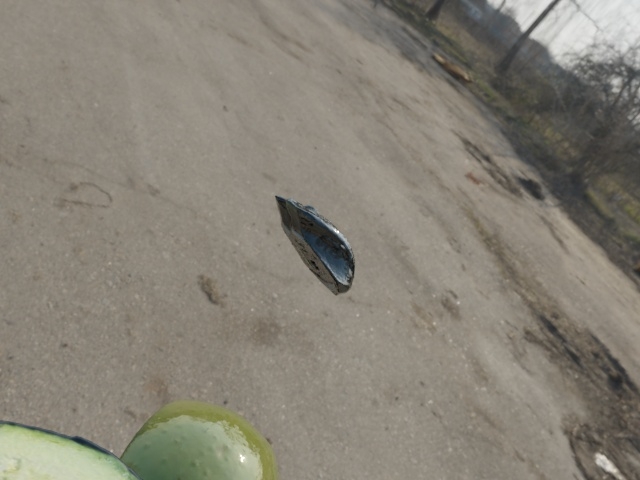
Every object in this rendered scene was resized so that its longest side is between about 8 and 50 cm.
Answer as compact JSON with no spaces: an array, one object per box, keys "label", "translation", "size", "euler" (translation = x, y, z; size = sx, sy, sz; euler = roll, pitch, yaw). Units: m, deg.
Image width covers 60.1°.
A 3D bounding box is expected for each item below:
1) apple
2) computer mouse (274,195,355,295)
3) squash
[{"label":"apple","translation":[-0.202,0.447,0.904],"size":[0.311,0.320,0.360],"euler":[41,19,6]},{"label":"computer mouse","translation":[0.000,0.000,0.591],"size":[0.135,0.047,0.079],"euler":[55,-16,-26]},{"label":"squash","translation":[-0.249,0.276,0.509],"size":[0.184,0.085,0.192],"euler":[28,13,-19]}]
